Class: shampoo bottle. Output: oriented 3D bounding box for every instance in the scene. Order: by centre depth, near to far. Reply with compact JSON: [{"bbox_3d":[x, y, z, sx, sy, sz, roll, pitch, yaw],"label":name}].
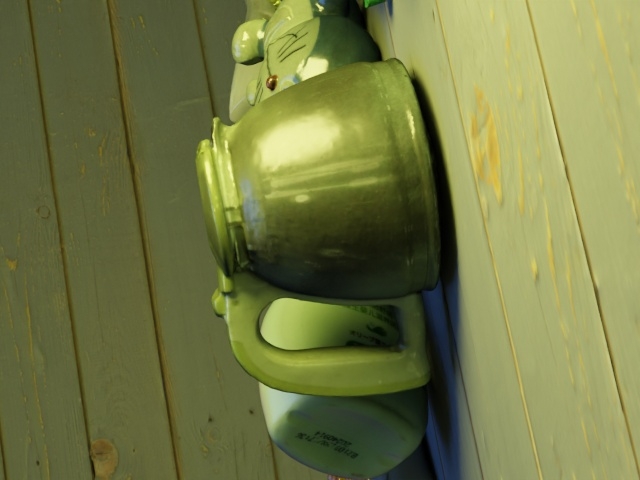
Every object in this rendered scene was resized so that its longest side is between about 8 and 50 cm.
[{"bbox_3d":[0.028,0.107,1.510,0.151,0.221,0.350,-49,26,34],"label":"shampoo bottle"}]

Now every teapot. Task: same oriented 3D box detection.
[{"bbox_3d":[-0.004,-0.018,1.271,0.239,0.239,0.322,-102,4,-49],"label":"teapot"}]

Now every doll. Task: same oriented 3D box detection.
[{"bbox_3d":[-0.016,-0.213,1.493,0.228,0.154,0.258,-49,25,34],"label":"doll"}]

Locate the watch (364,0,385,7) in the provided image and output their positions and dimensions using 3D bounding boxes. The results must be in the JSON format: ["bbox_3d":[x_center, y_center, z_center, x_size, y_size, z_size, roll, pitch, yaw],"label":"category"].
[{"bbox_3d":[-0.012,-0.319,1.313,0.165,0.152,0.131,-104,9,-61],"label":"watch"}]

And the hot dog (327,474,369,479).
[{"bbox_3d":[0.067,0.372,2.054,0.175,0.114,0.259,85,173,-60],"label":"hot dog"}]

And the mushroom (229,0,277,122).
[{"bbox_3d":[-0.085,-0.385,2.036,0.126,0.177,0.397,71,-170,-59],"label":"mushroom"}]

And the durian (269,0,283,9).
[{"bbox_3d":[-0.039,-0.411,1.885,0.137,0.095,0.221,-167,74,-85],"label":"durian"}]

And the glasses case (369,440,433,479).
[{"bbox_3d":[0.095,0.268,1.669,0.128,0.083,0.308,76,-179,-53],"label":"glasses case"}]
